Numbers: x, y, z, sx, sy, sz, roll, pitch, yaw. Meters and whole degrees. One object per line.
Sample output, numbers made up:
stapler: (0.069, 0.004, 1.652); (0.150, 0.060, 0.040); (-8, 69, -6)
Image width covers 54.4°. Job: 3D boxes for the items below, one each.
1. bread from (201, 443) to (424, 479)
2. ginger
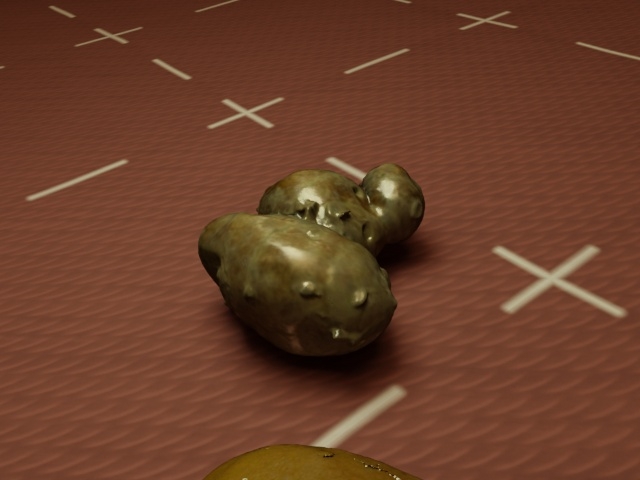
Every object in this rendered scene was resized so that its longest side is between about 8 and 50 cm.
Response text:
bread: (0.015, 0.254, 0.428); (0.270, 0.142, 0.195); (17, 42, 30)
ginger: (0.000, 0.000, 0.754); (0.245, 0.155, 0.304); (9, 40, 22)
